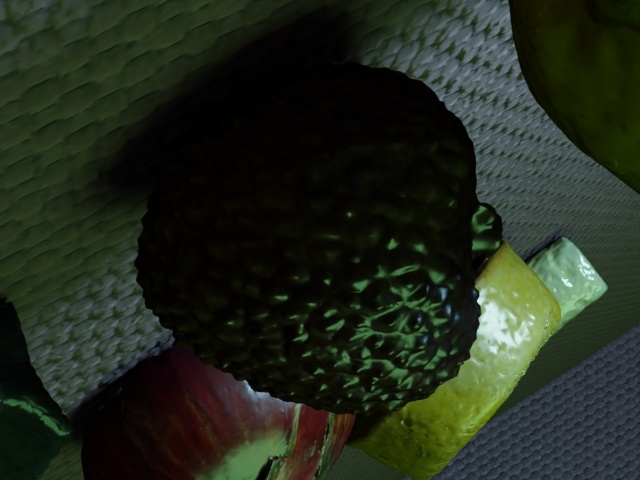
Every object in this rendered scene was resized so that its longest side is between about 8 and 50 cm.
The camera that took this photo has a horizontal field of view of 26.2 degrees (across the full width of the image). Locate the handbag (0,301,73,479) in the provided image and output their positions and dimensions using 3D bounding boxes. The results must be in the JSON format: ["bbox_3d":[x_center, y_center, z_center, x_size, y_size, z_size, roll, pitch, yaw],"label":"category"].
[{"bbox_3d":[-0.250,0.130,0.771,0.175,0.089,0.270,-14,156,-35],"label":"handbag"}]

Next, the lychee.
[{"bbox_3d":[0.006,0.002,0.721,0.194,0.194,0.194,-32,165,-10],"label":"lychee"}]

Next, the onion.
[{"bbox_3d":[-0.076,0.160,1.109,0.248,0.161,0.248,-12,168,-3],"label":"onion"}]

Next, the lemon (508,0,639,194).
[{"bbox_3d":[0.216,-0.124,0.644,0.253,0.253,0.310,-44,160,31],"label":"lemon"}]

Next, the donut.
[{"bbox_3d":[0.145,0.136,1.443,0.277,0.108,0.277,-49,173,-8],"label":"donut"}]

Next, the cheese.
[{"bbox_3d":[0.255,0.077,1.647,0.167,0.094,0.123,-36,163,3],"label":"cheese"}]
